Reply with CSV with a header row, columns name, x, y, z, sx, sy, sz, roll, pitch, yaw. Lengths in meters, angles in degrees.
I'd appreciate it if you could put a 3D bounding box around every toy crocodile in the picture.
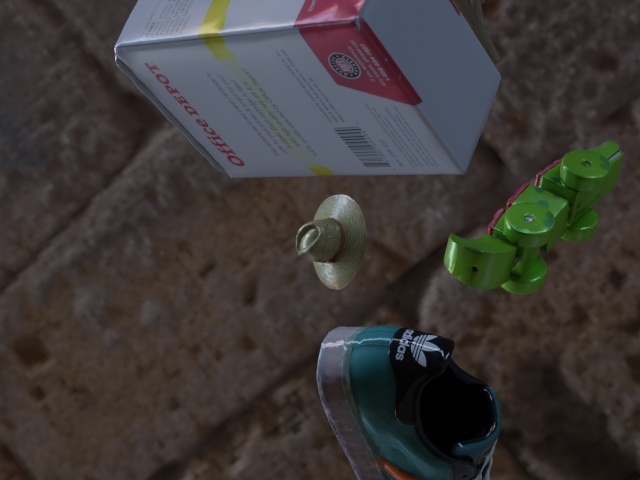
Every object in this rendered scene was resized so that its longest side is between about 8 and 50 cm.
name,x,y,z,sx,sy,sz,roll,pitch,yaw
toy crocodile,0.295,-0.036,1.965,0.340,0.105,0.115,-39,-34,-34

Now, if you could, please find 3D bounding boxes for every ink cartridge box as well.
name,x,y,z,sx,sy,sz,roll,pitch,yaw
ink cartridge box,-0.018,-0.219,1.814,0.385,0.279,0.160,1,56,37

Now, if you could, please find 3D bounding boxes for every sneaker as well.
name,x,y,z,sx,sy,sz,roll,pitch,yaw
sneaker,0.106,0.189,1.266,0.121,0.302,0.108,-3,45,31

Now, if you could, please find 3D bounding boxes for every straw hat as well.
name,x,y,z,sx,sy,sz,roll,pitch,yaw
straw hat,0.000,0.000,2.079,0.061,0.144,0.144,0,-27,-34

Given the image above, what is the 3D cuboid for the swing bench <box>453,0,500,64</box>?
name,x,y,z,sx,sy,sz,roll,pitch,yaw
swing bench,0.077,-0.322,2.062,0.253,0.254,0.165,-25,43,19
